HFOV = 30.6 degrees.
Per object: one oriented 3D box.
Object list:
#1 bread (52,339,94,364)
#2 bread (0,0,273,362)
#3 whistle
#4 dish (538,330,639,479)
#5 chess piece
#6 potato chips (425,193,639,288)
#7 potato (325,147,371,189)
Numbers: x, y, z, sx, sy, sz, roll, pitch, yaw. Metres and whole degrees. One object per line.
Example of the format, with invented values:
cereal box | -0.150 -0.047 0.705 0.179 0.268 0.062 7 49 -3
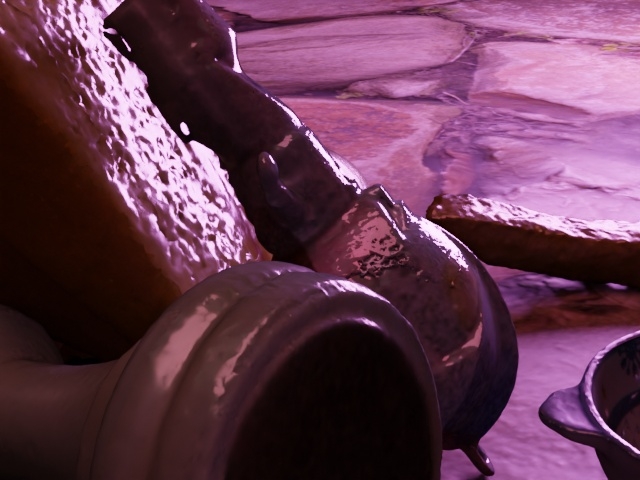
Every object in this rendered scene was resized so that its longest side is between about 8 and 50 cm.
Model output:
bread | -0.283 0.015 0.850 0.311 0.121 0.173 2 21 -5
bread | -0.098 -0.060 0.728 0.361 0.245 0.233 28 32 -7
whistle | -0.001 0.001 0.676 0.133 0.346 0.142 -34 7 32
dish | 0.234 0.129 0.608 0.236 0.086 0.228 9 23 19
chess piece | -0.111 0.099 0.573 0.299 0.195 0.194 4 19 35
potato chips | 0.287 0.004 0.960 0.407 0.080 0.057 3 37 1
potato | -0.046 -0.026 0.984 0.160 0.111 0.271 12 23 32
